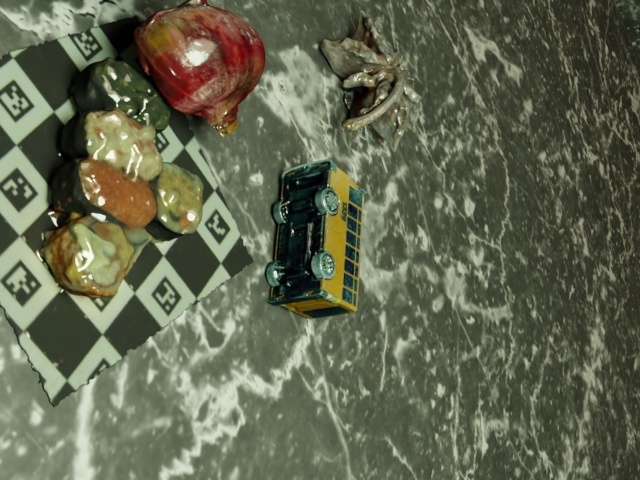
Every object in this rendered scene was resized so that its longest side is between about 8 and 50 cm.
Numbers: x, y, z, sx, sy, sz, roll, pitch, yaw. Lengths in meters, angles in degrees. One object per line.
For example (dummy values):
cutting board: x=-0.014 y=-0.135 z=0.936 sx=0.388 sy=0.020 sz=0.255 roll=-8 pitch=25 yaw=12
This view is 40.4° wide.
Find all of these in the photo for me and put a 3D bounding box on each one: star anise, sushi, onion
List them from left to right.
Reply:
sushi: x=-0.197 y=-0.061 z=0.871 sx=0.339 sy=0.068 sz=0.320 roll=-38 pitch=108 yaw=-52
onion: x=-0.113 y=-0.200 z=0.960 sx=0.151 sy=0.098 sz=0.206 roll=58 pitch=17 yaw=-6
star anise: x=0.085 y=-0.232 z=1.301 sx=0.209 sy=0.089 sz=0.231 roll=28 pitch=44 yaw=-37

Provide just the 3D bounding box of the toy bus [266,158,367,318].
toy bus: x=0.000 y=0.000 z=1.098 sx=0.103 sy=0.091 sz=0.182 roll=30 pitch=56 yaw=-47
